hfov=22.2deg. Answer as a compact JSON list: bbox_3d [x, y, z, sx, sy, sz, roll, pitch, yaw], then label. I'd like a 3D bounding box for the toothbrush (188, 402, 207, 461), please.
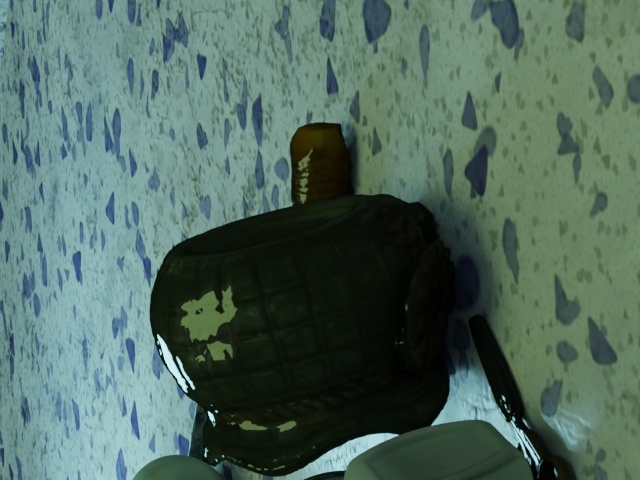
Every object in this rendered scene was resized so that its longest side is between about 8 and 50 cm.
[{"bbox_3d":[-0.171,0.231,2.341,0.035,0.042,0.413,-58,-20,-57],"label":"toothbrush"}]

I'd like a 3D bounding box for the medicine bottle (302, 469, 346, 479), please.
[{"bbox_3d":[0.038,0.372,1.663,0.143,0.143,0.258,107,150,-43],"label":"medicine bottle"}]

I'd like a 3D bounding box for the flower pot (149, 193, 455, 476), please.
[{"bbox_3d":[-0.004,0.080,1.567,0.302,0.301,0.213,-169,63,-69],"label":"flower pot"}]

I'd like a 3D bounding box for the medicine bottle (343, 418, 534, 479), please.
[{"bbox_3d":[0.112,0.311,1.416,0.111,0.161,0.296,-138,35,-62],"label":"medicine bottle"}]

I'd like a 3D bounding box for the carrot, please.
[{"bbox_3d":[0.000,0.000,1.808,0.070,0.070,0.260,-151,58,-66],"label":"carrot"}]

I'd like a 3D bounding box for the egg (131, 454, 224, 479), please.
[{"bbox_3d":[-0.200,0.375,2.285,0.209,0.151,0.151,-169,76,-77],"label":"egg"}]

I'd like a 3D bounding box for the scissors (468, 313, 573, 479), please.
[{"bbox_3d":[0.172,0.154,1.451,0.088,0.017,0.220,107,152,-48],"label":"scissors"}]
